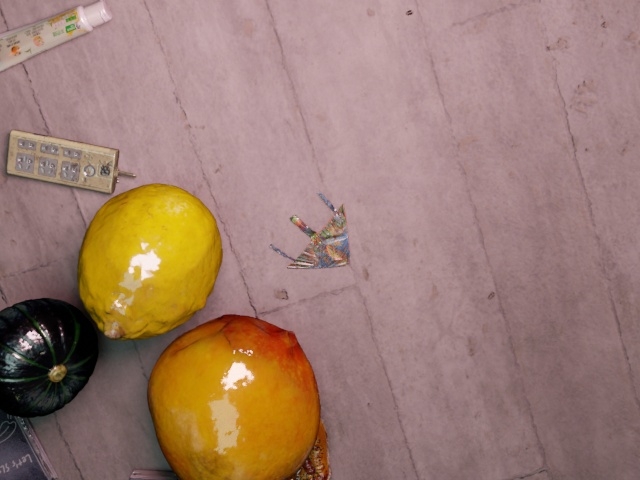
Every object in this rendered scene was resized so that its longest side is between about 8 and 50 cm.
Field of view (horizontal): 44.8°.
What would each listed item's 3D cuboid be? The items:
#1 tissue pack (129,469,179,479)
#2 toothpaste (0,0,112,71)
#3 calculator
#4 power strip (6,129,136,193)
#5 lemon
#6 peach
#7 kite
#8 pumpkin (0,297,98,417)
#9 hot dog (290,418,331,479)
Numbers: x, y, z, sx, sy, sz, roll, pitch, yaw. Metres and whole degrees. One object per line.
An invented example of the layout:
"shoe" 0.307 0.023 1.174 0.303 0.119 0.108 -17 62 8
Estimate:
"tissue pack" -0.367 0.593 1.736 0.112 0.051 0.156 2 103 4
"toothpaste" -0.555 -0.392 1.514 0.314 0.058 0.056 -18 146 9
"calculator" -0.709 0.455 1.724 0.165 0.028 0.274 -20 104 3
"power strip" -0.504 -0.156 1.573 0.267 0.034 0.092 11 103 -1
"lemon" -0.322 0.037 1.470 0.285 0.316 0.286 0 102 1
"peach" -0.171 0.327 1.544 0.372 0.290 0.373 4 99 31
"kite" 0.000 0.000 1.612 0.160 0.010 0.183 39 104 -11
"pumpkin" -0.594 0.225 1.587 0.248 0.248 0.248 0 103 1
"hot dog" -0.033 0.457 1.696 0.108 0.059 0.191 -9 105 8
